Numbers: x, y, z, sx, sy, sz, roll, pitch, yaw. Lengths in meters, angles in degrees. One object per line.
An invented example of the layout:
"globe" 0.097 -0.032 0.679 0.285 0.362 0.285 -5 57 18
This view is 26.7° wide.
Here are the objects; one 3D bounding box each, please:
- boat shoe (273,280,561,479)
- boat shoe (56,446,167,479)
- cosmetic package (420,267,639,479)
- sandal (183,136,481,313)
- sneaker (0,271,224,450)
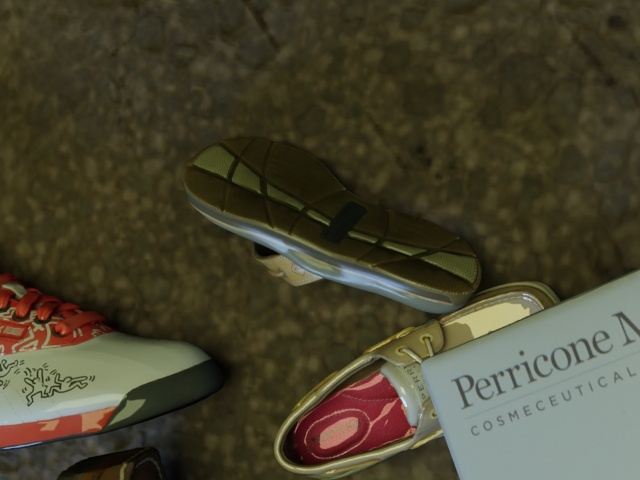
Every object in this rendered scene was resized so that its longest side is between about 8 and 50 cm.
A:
"boat shoe" 0.049 0.077 0.694 0.170 0.059 0.063 -35 78 16
"boat shoe" -0.065 0.269 0.709 0.119 0.122 0.324 -8 94 14
"cosmetic package" 0.163 0.104 0.559 0.151 0.151 0.184 -27 77 27
"sandal" 0.000 0.000 0.716 0.180 0.072 0.049 26 132 21
"sneaker" -0.191 0.045 0.765 0.270 0.090 0.145 -11 88 22
